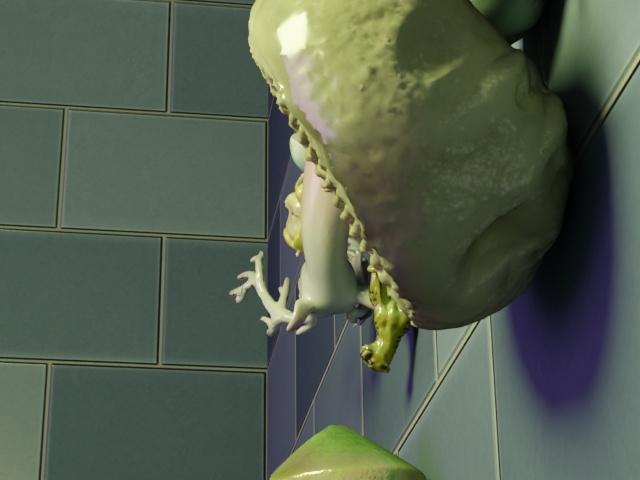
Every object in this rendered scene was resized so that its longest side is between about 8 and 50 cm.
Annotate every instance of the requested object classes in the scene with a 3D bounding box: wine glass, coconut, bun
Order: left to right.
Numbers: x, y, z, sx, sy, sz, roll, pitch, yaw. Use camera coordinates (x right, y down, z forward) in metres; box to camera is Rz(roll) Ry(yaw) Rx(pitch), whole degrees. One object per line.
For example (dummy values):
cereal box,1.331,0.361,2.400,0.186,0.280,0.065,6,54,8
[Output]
coconut,0.028,0.331,1.891,0.204,0.236,0.236,-24,57,42
bun,0.090,-0.105,1.416,0.360,0.211,0.360,59,178,3
wine glass,0.167,-0.231,1.479,0.202,0.093,0.093,122,150,-72

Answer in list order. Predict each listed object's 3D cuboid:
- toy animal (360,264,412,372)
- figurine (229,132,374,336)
toy animal,0.083,0.070,2.057,0.181,0.073,0.136,-101,14,-66
figurine,0.014,0.003,2.242,0.284,0.206,0.316,-127,46,-69
